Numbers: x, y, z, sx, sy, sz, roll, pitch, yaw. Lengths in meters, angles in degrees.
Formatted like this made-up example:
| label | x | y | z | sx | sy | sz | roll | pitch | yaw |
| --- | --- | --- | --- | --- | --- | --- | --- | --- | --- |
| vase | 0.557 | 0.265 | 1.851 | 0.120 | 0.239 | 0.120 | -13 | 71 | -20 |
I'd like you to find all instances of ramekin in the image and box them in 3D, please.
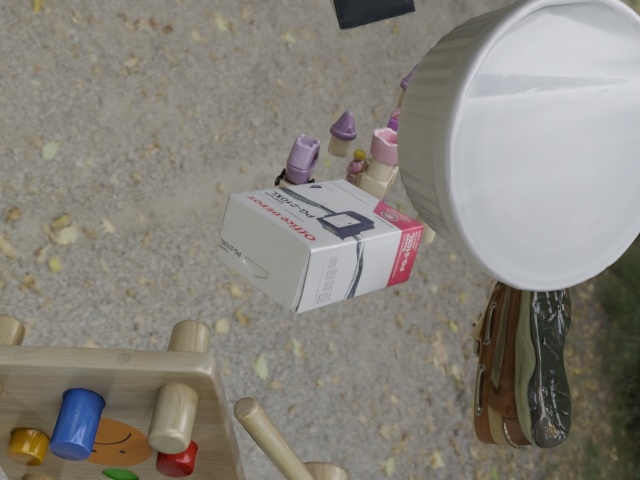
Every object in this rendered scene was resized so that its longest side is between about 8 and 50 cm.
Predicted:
| label | x | y | z | sx | sy | sz | roll | pitch | yaw |
| --- | --- | --- | --- | --- | --- | --- | --- | --- | --- |
| ramekin | 0.195 | -0.098 | 0.820 | 0.272 | 0.127 | 0.273 | -7 | 106 | -26 |

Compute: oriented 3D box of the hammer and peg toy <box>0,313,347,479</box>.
| label | x | y | z | sx | sy | sz | roll | pitch | yaw |
| --- | --- | --- | --- | --- | --- | --- | --- | --- | --- |
| hammer and peg toy | -0.155 | 0.181 | 0.828 | 0.266 | 0.361 | 0.127 | 84 | 9 | -47 |

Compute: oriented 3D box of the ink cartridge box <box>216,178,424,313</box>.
| label | x | y | z | sx | sy | sz | roll | pitch | yaw |
| --- | --- | --- | --- | --- | --- | --- | --- | --- | --- |
| ink cartridge box | 0.000 | 0.000 | 1.206 | 0.237 | 0.172 | 0.100 | -12 | 125 | -45 |

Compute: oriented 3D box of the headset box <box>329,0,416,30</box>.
| label | x | y | z | sx | sy | sz | roll | pitch | yaw |
| --- | --- | --- | --- | --- | --- | --- | --- | --- | --- |
| headset box | 0.055 | -0.506 | 1.404 | 0.283 | 0.131 | 0.246 | -101 | 177 | -57 |

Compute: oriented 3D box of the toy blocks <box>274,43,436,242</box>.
| label | x | y | z | sx | sy | sz | roll | pitch | yaw |
| --- | --- | --- | --- | --- | --- | --- | --- | --- | --- |
| toy blocks | 0.125 | -0.202 | 1.539 | 0.288 | 0.309 | 0.260 | -60 | 169 | -58 |

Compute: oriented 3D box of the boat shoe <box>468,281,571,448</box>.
| label | x | y | z | sx | sy | sz | roll | pitch | yaw |
| --- | --- | --- | --- | --- | --- | --- | --- | --- | --- |
| boat shoe | 0.250 | 0.120 | 1.123 | 0.122 | 0.120 | 0.324 | 47 | 40 | -32 |
